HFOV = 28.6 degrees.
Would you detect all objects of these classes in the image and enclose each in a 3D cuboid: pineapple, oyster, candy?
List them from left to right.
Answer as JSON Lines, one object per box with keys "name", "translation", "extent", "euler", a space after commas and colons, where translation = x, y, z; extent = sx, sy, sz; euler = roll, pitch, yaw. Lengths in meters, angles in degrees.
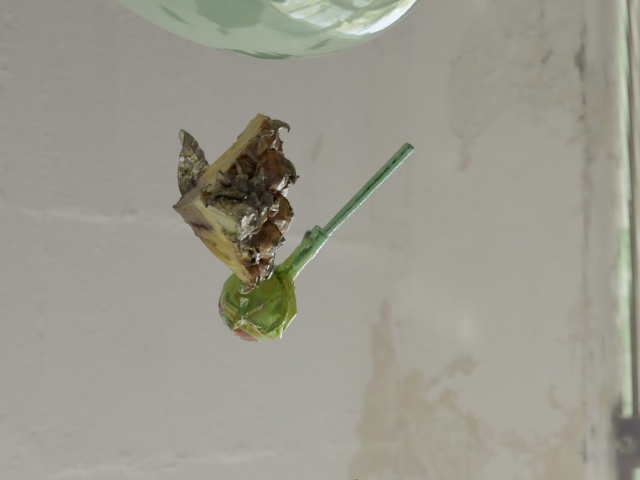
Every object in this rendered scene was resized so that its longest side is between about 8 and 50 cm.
{"name": "oyster", "translation": [-0.132, -0.069, 1.314], "extent": [0.083, 0.038, 0.080], "euler": [98, 174, -57]}
{"name": "pineapple", "translation": [-0.054, -0.024, 0.762], "extent": [0.114, 0.077, 0.114], "euler": [-71, -9, -89]}
{"name": "candy", "translation": [0.000, 0.000, 0.917], "extent": [0.058, 0.194, 0.062], "euler": [50, -168, 23]}

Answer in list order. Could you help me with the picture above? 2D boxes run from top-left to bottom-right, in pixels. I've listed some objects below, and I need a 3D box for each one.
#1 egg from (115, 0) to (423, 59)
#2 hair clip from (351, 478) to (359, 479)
{"name": "egg", "translation": [-0.062, -0.234, 0.542], "extent": [0.230, 0.230, 0.371], "euler": [14, -140, -59]}
{"name": "hair clip", "translation": [0.062, 0.269, 1.078], "extent": [0.146, 0.056, 0.187], "euler": [55, 177, -20]}
